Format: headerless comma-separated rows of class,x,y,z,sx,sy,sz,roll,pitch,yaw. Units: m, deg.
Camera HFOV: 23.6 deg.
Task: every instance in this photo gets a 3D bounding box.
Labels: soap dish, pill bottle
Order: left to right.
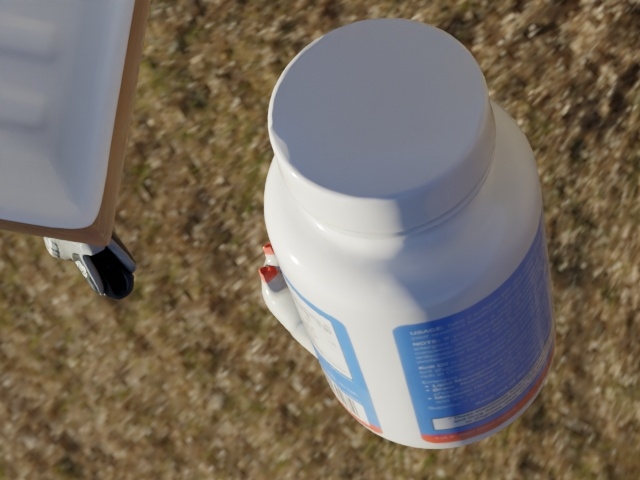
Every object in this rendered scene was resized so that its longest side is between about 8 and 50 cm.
soap dish,-0.252,-0.158,1.179,0.229,0.118,0.290,9,99,-8
pill bottle,0.043,0.001,0.708,0.124,0.124,0.221,14,154,18

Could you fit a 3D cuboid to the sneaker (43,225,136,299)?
sneaker,-0.264,0.022,1.800,0.086,0.228,0.132,-35,76,-5

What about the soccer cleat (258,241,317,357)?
soccer cleat,0.000,0.000,1.007,0.068,0.196,0.076,-16,121,19
